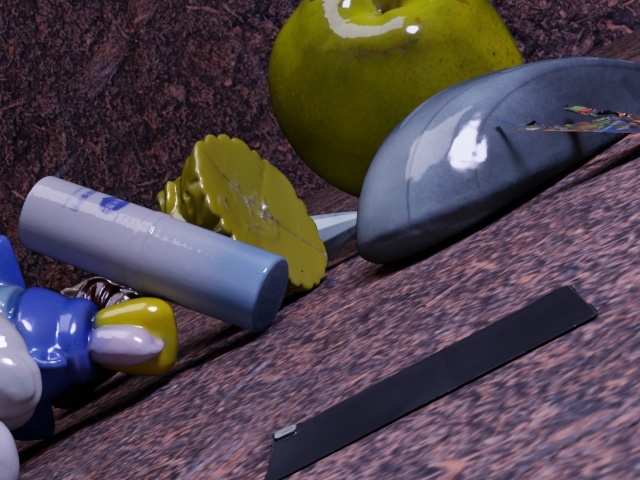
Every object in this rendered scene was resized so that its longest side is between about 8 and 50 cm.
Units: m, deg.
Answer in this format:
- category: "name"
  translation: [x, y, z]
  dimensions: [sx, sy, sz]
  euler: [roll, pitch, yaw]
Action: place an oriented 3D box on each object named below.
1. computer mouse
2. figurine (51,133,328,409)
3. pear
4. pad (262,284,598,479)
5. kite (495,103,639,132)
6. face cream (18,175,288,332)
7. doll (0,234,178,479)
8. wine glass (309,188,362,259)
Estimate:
- category: "computer mouse"
  translation: [0.168, -0.098, 1.432]
  dimensions: [0.371, 0.122, 0.188]
  euler: [-27, 4, -35]
- category: "figurine"
  translation: [-0.175, 0.044, 1.582]
  dimensions: [0.315, 0.168, 0.187]
  euler: [-32, -28, 26]
- category: "pear"
  translation: [0.085, -0.167, 1.682]
  dimensions: [0.294, 0.294, 0.294]
  euler: [-28, 4, 2]
- category: "pad"
  translation: [0.056, 0.074, 0.823]
  dimensions: [0.193, 0.004, 0.116]
  euler: [-27, 5, 5]
- category: "kite"
  translation: [0.252, -0.104, 1.287]
  dimensions: [0.182, 0.010, 0.160]
  euler: [-9, 15, -22]
- category: "face cream"
  translation: [-0.156, 0.011, 1.426]
  dimensions: [0.250, 0.077, 0.077]
  euler: [19, 23, 17]
- category: "doll"
  translation: [-0.323, 0.129, 1.355]
  dimensions: [0.376, 0.187, 0.365]
  euler: [25, 28, 25]
- category: "wine glass"
  translation: [0.000, 0.000, 1.627]
  dimensions: [0.155, 0.073, 0.073]
  euler: [-22, 6, 23]
